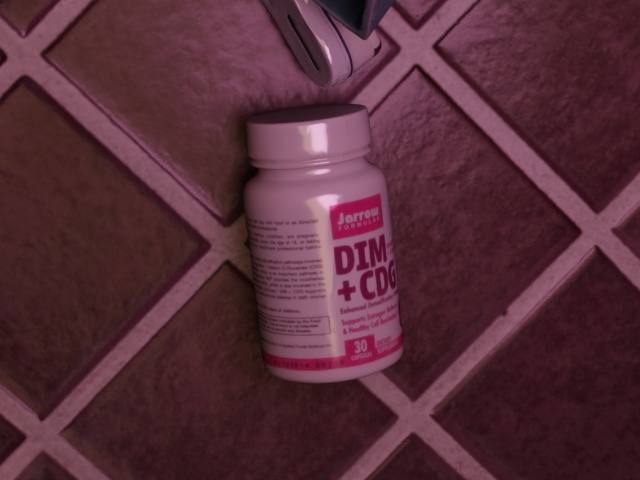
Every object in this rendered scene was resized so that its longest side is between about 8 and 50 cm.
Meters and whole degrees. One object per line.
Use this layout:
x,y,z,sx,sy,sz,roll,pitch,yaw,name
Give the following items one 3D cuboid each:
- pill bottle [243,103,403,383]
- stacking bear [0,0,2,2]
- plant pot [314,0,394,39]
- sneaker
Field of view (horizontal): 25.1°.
0.000,0.000,1.575,0.160,0.160,0.283,-8,103,-6,pill bottle
-0.357,-0.328,1.469,0.289,0.175,0.164,-42,102,-5,stacking bear
0.038,-0.397,1.381,0.248,0.247,0.252,40,79,6,plant pot
-0.022,-0.295,1.559,0.091,0.094,0.258,-33,103,-29,sneaker
